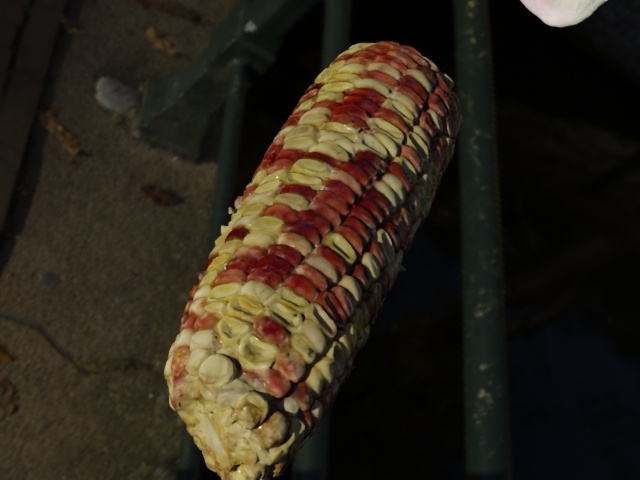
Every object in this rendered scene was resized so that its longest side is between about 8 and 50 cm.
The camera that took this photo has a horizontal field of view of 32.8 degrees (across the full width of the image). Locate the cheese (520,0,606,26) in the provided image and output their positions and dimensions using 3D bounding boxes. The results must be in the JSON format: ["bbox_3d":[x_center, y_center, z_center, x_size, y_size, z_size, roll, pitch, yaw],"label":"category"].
[{"bbox_3d":[0.016,-0.153,0.352,0.227,0.137,0.064,38,45,-18],"label":"cheese"}]

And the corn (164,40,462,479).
[{"bbox_3d":[0.000,0.000,0.572,0.098,0.098,0.290,40,49,-14],"label":"corn"}]
